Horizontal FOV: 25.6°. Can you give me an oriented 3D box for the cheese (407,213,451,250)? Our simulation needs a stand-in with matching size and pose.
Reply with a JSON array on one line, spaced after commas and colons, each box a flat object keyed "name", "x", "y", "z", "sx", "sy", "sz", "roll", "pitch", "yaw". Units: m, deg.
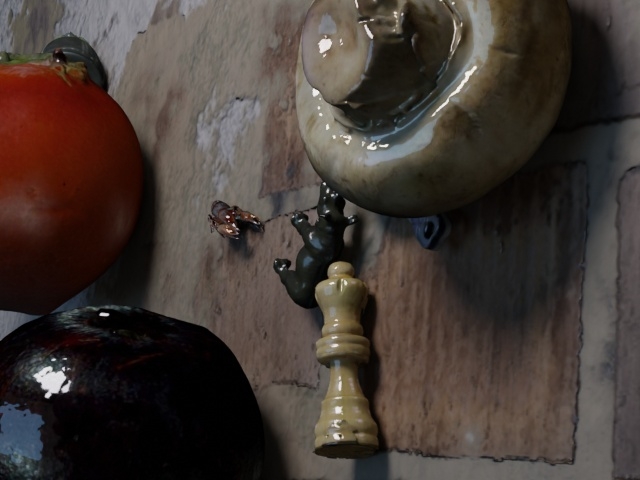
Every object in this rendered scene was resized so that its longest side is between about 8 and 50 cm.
[{"name": "cheese", "x": 0.070, "y": -0.060, "z": 1.201, "sx": 0.171, "sy": 0.048, "sz": 0.092, "roll": 38, "pitch": 116, "yaw": 55}]

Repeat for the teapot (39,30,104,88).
[{"name": "teapot", "x": -0.335, "y": -0.216, "z": 1.839, "sx": 0.124, "sy": 0.092, "sz": 0.091, "roll": -49, "pitch": 26, "yaw": 30}]

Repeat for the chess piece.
[{"name": "chess piece", "x": 0.020, "y": 0.102, "z": 1.231, "sx": 0.060, "sy": 0.060, "sz": 0.172, "roll": -29, "pitch": 56, "yaw": 51}]

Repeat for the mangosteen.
[{"name": "mangosteen", "x": -0.196, "y": 0.207, "z": 1.329, "sx": 0.300, "sy": 0.300, "sz": 0.300, "roll": -21, "pitch": 64, "yaw": 54}]

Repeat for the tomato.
[{"name": "tomato", "x": -0.362, "y": -0.066, "z": 1.641, "sx": 0.321, "sy": 0.321, "sz": 0.321, "roll": -21, "pitch": 64, "yaw": 54}]

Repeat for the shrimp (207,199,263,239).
[{"name": "shrimp", "x": -0.095, "y": -0.019, "z": 1.457, "sx": 0.092, "sy": 0.038, "sz": 0.029, "roll": 16, "pitch": 138, "yaw": 57}]

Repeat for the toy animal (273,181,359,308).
[{"name": "toy animal", "x": 0.000, "y": 0.000, "z": 1.287, "sx": 0.135, "sy": 0.047, "sz": 0.065, "roll": -67, "pitch": 28, "yaw": 25}]

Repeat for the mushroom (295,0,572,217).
[{"name": "mushroom", "x": 0.075, "y": -0.143, "z": 1.083, "sx": 0.255, "sy": 0.184, "sz": 0.254, "roll": -16, "pitch": 71, "yaw": 52}]
